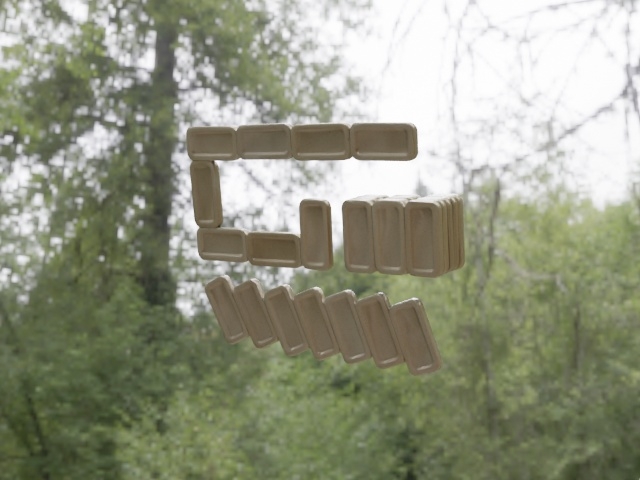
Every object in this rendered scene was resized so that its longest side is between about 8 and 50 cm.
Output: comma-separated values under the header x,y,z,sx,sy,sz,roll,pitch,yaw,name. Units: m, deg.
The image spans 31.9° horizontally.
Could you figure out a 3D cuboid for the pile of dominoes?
x,y,z,sx,sy,sz,roll,pitch,yaw,name
0.000,0.000,0.919,0.251,0.196,0.040,4,12,38,pile of dominoes
